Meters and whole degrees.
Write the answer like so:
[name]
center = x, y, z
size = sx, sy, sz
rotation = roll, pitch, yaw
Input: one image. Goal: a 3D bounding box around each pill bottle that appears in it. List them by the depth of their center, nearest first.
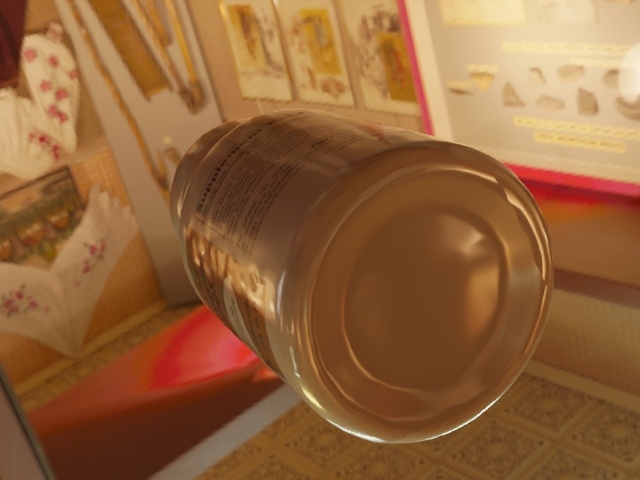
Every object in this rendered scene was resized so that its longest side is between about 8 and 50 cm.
[pill bottle]
center = 0.000, 0.000, 0.487
size = 0.131, 0.131, 0.229
rotation = -24, -159, -17
